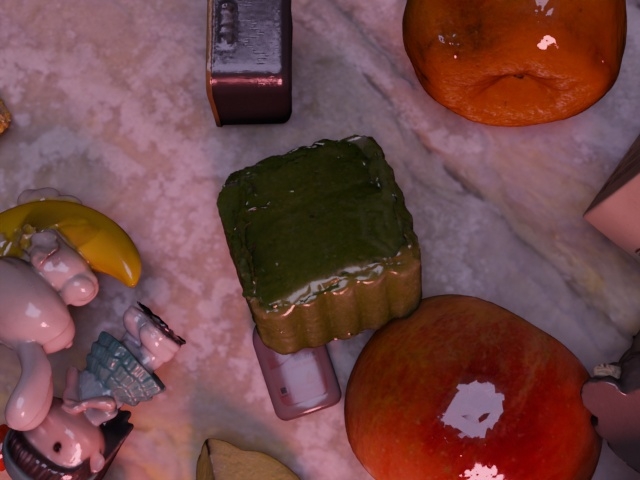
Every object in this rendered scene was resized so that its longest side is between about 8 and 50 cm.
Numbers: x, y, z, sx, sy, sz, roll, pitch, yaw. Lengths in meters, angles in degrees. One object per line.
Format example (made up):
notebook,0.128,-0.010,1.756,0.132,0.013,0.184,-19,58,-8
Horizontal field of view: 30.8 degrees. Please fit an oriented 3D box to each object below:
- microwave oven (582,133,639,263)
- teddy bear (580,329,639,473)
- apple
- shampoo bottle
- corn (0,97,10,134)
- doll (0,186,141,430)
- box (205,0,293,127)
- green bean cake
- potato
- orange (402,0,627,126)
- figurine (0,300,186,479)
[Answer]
microwave oven,0.419,-0.089,1.233,0.145,0.194,0.240,37,66,3
teddy bear,0.386,0.156,1.244,0.144,0.251,0.171,-33,92,41
apple,0.164,0.196,1.247,0.293,0.163,0.251,34,85,8
shampoo bottle,-0.036,0.118,1.327,0.080,0.040,0.165,-19,83,2
corn,-0.474,-0.089,1.356,0.248,0.081,0.081,-39,83,-2
doll,-0.321,0.058,1.295,0.252,0.111,0.237,36,70,28
box,-0.076,-0.211,1.291,0.090,0.201,0.145,0,82,-1
green bean cake,0.000,0.000,1.270,0.200,0.113,0.214,-19,55,-4
potato,-0.071,0.297,1.306,0.120,0.081,0.149,-3,63,-27
orange,0.214,-0.247,1.272,0.249,0.249,0.183,5,68,4
figurine,-0.259,0.182,1.302,0.245,0.110,0.138,-50,48,-6
